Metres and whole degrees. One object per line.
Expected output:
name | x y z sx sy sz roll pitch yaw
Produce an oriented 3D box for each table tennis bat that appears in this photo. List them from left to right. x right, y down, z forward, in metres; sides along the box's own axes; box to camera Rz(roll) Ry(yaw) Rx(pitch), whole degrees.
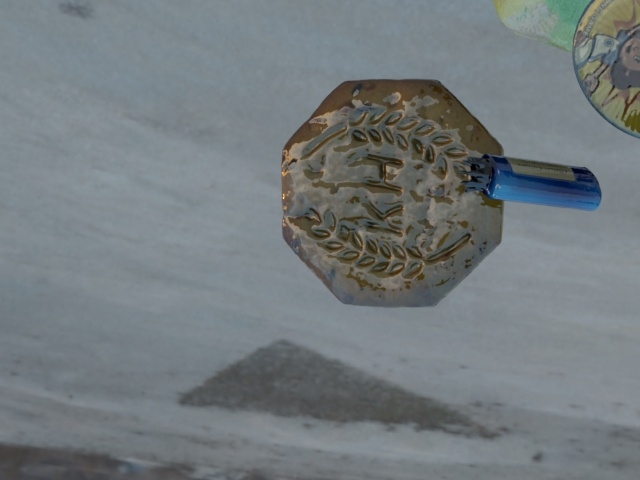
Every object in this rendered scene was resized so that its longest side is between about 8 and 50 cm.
table tennis bat | 0.465 -0.209 1.155 0.329 0.215 0.044 30 -155 24

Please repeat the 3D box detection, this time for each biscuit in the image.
biscuit | 0.101 -0.068 1.393 0.359 0.359 0.046 2 -176 18

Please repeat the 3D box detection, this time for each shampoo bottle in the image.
shampoo bottle | 0.275 -0.079 1.255 0.183 0.087 0.050 6 123 -12

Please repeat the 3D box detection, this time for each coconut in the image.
coconut | 0.445 -0.453 1.603 0.329 0.281 0.328 -9 166 -2
